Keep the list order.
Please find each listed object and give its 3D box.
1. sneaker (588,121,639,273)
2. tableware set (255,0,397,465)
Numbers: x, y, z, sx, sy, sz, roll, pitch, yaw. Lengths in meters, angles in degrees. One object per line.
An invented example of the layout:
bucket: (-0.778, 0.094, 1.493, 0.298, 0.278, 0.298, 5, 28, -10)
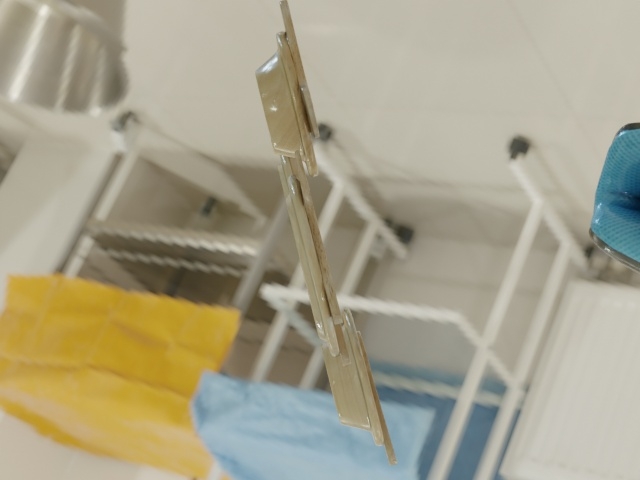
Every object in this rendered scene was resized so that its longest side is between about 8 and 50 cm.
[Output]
sneaker: (0.206, 0.004, 0.426, 0.139, 0.125, 0.341, 14, 173, -17)
tableware set: (0.000, 0.000, 0.543, 0.020, 0.141, 0.169, -13, 149, -1)
